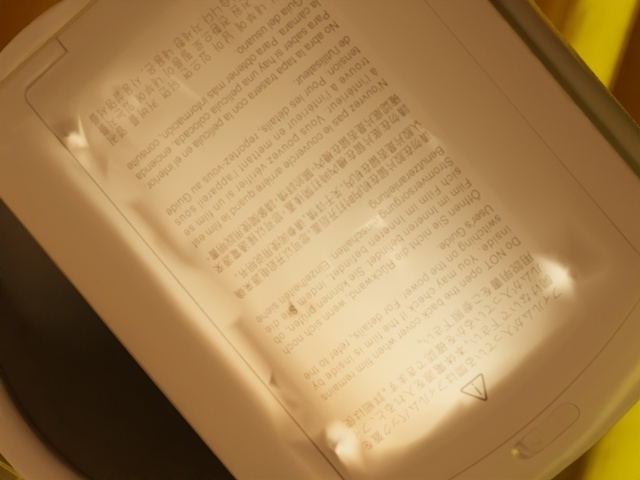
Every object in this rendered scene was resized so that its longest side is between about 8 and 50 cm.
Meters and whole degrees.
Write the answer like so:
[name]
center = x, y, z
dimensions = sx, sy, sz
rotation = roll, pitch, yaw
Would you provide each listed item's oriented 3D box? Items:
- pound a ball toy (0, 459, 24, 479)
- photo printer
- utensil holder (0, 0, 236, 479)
[pound a ball toy]
center = -0.362, 0.119, 1.360
dimensions = 0.319, 0.135, 0.208
rotation = 32, 32, 7
[photo printer]
center = 0.016, -0.014, 0.880
dimensions = 0.307, 0.256, 0.107
rotation = 49, 12, 1
[utensil holder]
center = 0.000, 0.000, 1.198
dimensions = 0.328, 0.327, 0.385
rotation = 17, 11, 24
